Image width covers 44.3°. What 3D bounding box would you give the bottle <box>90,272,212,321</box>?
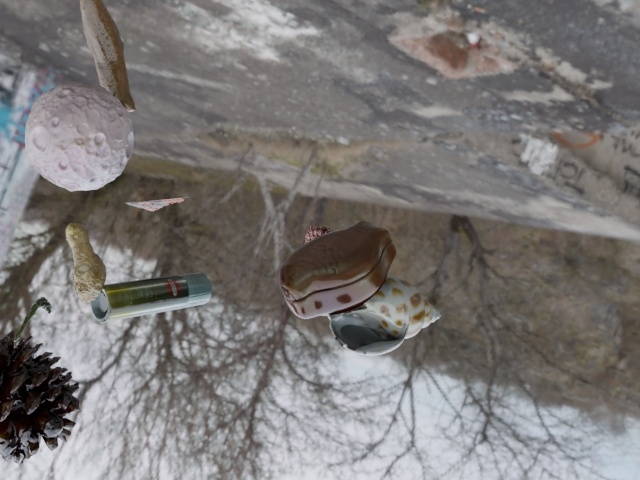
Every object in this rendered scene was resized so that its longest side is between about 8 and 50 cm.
[{"bbox_3d":[-0.380,0.126,1.797,0.082,0.082,0.286,20,-162,40],"label":"bottle"}]

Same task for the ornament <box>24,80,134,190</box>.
[{"bbox_3d":[-0.560,-0.242,1.856,0.225,0.259,0.259,8,179,1],"label":"ornament"}]

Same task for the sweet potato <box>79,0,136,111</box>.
[{"bbox_3d":[-0.559,-0.504,2.055,0.092,0.341,0.114,-19,-160,-16],"label":"sweet potato"}]

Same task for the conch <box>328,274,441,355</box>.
[{"bbox_3d":[0.151,0.171,1.817,0.275,0.183,0.149,-1,174,-1],"label":"conch"}]

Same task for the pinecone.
[{"bbox_3d":[-0.714,0.388,1.882,0.242,0.298,0.296,-12,133,41],"label":"pinecone"}]

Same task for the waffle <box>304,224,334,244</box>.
[{"bbox_3d":[0.000,0.000,1.888,0.075,0.029,0.083,25,135,-2],"label":"waffle"}]

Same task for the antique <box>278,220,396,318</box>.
[{"bbox_3d":[0.037,0.070,1.742,0.223,0.278,0.129,20,139,52],"label":"antique"}]

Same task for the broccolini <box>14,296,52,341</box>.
[{"bbox_3d":[-0.781,0.202,2.114,0.054,0.052,0.194,16,-153,4],"label":"broccolini"}]

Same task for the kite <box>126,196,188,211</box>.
[{"bbox_3d":[-0.447,-0.094,2.033,0.125,0.008,0.222,3,171,-36],"label":"kite"}]

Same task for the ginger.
[{"bbox_3d":[-0.476,0.044,1.608,0.067,0.165,0.096,-13,169,7],"label":"ginger"}]
